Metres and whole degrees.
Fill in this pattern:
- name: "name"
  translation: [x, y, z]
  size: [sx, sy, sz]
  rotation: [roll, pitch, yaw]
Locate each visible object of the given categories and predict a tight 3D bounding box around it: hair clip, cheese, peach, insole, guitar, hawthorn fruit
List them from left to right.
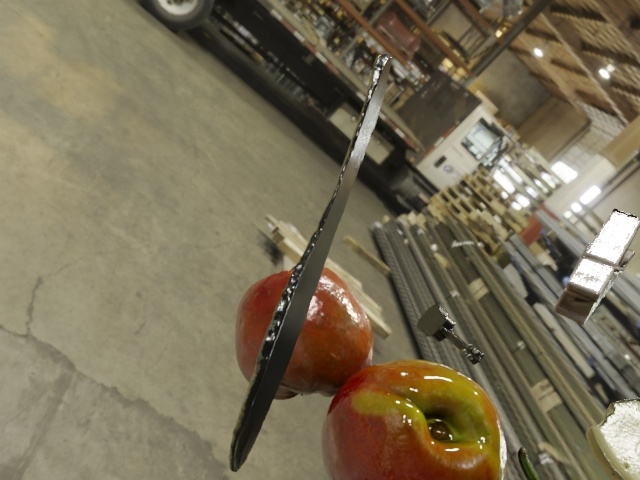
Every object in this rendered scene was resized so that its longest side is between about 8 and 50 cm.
- name: "hawthorn fruit"
  translation: [-0.039, 0.187, 1.142]
  size: [0.284, 0.284, 0.284]
  rotation: [40, 17, -15]
- name: "insole"
  translation: [0.000, 0.000, 0.445]
  size: [0.009, 0.348, 0.119]
  rotation: [18, -21, 8]
- name: "peach"
  translation: [0.150, 0.347, 0.963]
  size: [0.308, 0.307, 0.332]
  rotation: [49, -23, 16]
- name: "guitar"
  translation: [0.301, 0.222, 1.360]
  size: [0.038, 0.084, 0.271]
  rotation: [39, 2, -17]
- name: "hair clip"
  translation: [0.574, 0.050, 1.189]
  size: [0.085, 0.101, 0.330]
  rotation: [31, 43, 28]
- name: "cheese"
  translation: [0.500, 0.374, 0.892]
  size: [0.050, 0.127, 0.255]
  rotation: [73, 10, -56]

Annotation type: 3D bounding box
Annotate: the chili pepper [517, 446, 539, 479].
- name: "chili pepper"
  translation: [0.380, 0.447, 0.758]
  size: [0.091, 0.137, 0.368]
  rotation: [-13, 31, -18]
